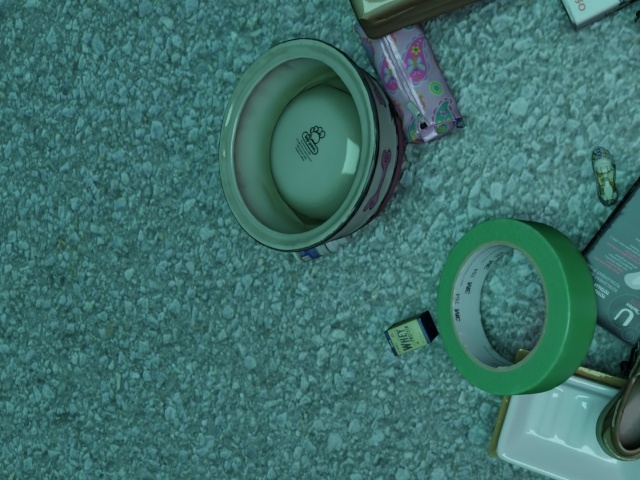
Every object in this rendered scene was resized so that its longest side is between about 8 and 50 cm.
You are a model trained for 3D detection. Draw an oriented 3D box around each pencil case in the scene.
[{"bbox_3d":[0.173,-0.326,1.372,0.124,0.124,0.284,-25,87,21],"label":"pencil case"}]

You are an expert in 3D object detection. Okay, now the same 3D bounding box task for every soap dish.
[{"bbox_3d":[0.494,0.348,1.332,0.291,0.118,0.229,16,101,18],"label":"soap dish"}]

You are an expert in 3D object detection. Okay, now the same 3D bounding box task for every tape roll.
[{"bbox_3d":[0.349,0.121,1.285,0.321,0.077,0.321,-13,74,56],"label":"tape roll"}]

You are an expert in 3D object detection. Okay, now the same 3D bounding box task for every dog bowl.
[{"bbox_3d":[-0.014,-0.179,1.383,0.408,0.150,0.408,-1,88,41],"label":"dog bowl"}]

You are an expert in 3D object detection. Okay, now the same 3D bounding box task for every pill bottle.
[{"bbox_3d":[0.000,0.000,1.498,0.120,0.067,0.067,-20,89,21],"label":"pill bottle"}]

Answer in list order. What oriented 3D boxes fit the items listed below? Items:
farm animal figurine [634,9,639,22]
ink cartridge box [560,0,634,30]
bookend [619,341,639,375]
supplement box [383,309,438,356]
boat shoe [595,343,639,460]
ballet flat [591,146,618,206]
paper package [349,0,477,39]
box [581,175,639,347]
[{"bbox_3d":[0.681,-0.334,1.161,0.327,0.172,0.330,26,117,6],"label":"farm animal figurine"},{"bbox_3d":[0.522,-0.492,1.243,0.208,0.087,0.153,-24,88,20],"label":"ink cartridge box"},{"bbox_3d":[0.648,0.183,1.282,0.157,0.072,0.156,9,98,19],"label":"bookend"},{"bbox_3d":[0.189,0.191,1.443,0.083,0.083,0.056,-25,86,22],"label":"supplement box"},{"bbox_3d":[0.588,0.234,1.181,0.123,0.116,0.324,28,86,17],"label":"boat shoe"},{"bbox_3d":[0.535,-0.120,1.306,0.041,0.041,0.114,-10,92,21],"label":"ballet flat"},{"bbox_3d":[0.163,-0.566,1.236,0.309,0.168,0.324,-20,88,6],"label":"paper package"},{"bbox_3d":[0.573,0.029,1.253,0.165,0.143,0.270,37,107,14],"label":"box"}]
